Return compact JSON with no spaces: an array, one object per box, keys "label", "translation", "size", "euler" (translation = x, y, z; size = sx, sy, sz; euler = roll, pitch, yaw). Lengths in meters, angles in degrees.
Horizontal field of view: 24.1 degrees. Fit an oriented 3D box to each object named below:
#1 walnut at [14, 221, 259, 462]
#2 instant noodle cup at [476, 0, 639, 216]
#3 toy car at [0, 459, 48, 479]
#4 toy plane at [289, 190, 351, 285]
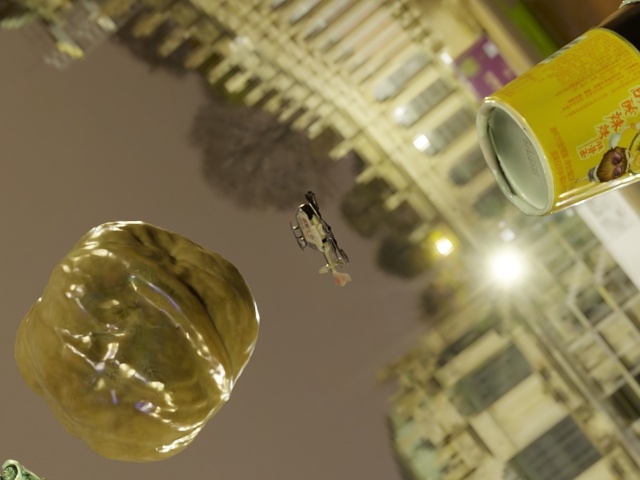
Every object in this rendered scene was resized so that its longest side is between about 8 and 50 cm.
[{"label":"walnut","translation":[-0.229,0.122,1.861],"size":[0.276,0.253,0.282],"euler":[32,-156,9]},{"label":"instant noodle cup","translation":[0.310,-0.142,1.691],"size":[0.215,0.236,0.215],"euler":[55,162,28]},{"label":"toy car","translation":[-0.449,0.408,2.393],"size":[0.186,0.058,0.093],"euler":[42,172,43]},{"label":"toy plane","translation":[0.000,0.000,1.785],"size":[0.031,0.049,0.121],"euler":[-29,-83,-39]}]
